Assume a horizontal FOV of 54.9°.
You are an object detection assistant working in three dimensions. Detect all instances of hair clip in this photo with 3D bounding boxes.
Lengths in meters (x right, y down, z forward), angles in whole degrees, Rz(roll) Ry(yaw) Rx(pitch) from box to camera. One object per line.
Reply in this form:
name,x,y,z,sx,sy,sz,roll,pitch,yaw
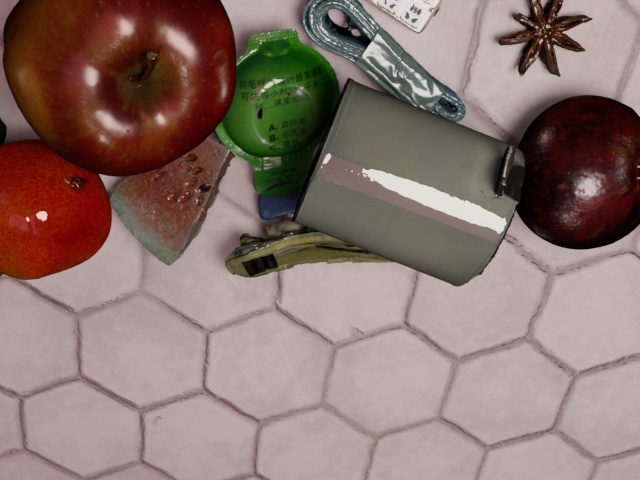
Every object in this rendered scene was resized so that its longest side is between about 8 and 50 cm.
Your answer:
hair clip,-0.001,-0.002,1.055,0.321,0.138,0.091,-5,75,2

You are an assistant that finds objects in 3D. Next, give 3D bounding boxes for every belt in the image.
belt,0.098,-0.262,0.932,0.302,0.072,0.087,38,107,-16

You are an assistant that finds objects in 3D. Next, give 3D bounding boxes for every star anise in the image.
star anise,0.335,-0.310,0.921,0.140,0.042,0.141,0,114,0

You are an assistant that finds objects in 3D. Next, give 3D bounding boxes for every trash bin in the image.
trash bin,0.118,-0.080,0.875,0.262,0.217,0.277,22,155,-5

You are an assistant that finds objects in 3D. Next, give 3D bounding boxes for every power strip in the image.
power strip,0.094,-0.380,0.891,0.192,0.035,0.081,28,114,-14

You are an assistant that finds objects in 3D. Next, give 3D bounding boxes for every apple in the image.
apple,-0.261,-0.233,0.806,0.288,0.317,0.288,-17,124,-28

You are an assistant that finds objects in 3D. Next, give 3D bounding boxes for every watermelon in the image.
watermelon,-0.223,-0.097,1.018,0.154,0.094,0.241,42,109,-8

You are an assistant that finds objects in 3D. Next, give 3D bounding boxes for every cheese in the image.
cheese,-0.065,-0.169,0.965,0.203,0.083,0.321,-14,132,-16

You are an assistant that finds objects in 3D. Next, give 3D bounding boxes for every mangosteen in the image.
mangosteen,0.373,-0.097,0.955,0.261,0.235,0.236,1,128,48

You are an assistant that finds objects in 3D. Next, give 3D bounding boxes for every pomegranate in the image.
pomegranate,-0.455,-0.039,0.968,0.221,0.221,0.256,40,118,-18

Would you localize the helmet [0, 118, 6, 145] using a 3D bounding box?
helmet,-0.621,-0.166,0.941,0.253,0.154,0.198,-16,117,3
